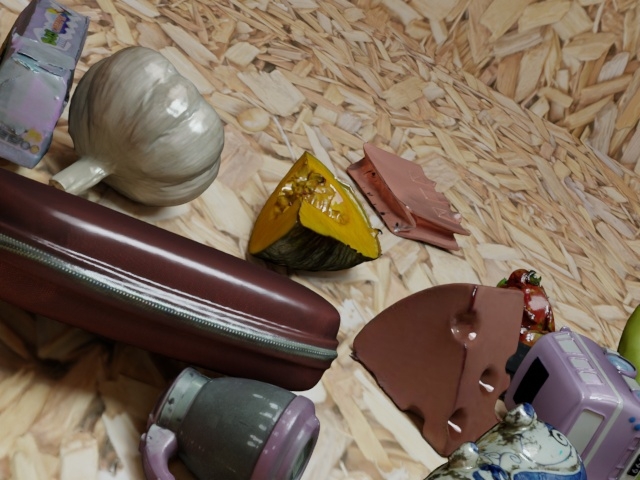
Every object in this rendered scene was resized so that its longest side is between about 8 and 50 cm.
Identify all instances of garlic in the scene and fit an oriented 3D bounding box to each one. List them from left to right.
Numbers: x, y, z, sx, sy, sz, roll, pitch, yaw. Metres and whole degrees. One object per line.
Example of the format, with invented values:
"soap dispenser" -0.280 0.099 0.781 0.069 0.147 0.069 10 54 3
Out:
"garlic" -0.241 -0.110 1.526 0.218 0.218 0.212 39 62 17

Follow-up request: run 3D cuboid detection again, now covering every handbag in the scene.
"handbag" 0.147 -0.071 2.105 0.157 0.059 0.212 17 27 -34

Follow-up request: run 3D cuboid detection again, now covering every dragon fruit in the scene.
"dragon fruit" 0.276 0.118 1.771 0.142 0.138 0.175 4 21 41

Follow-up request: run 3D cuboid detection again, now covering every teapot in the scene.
"teapot" -0.090 0.188 1.140 0.146 0.148 0.116 24 -18 12

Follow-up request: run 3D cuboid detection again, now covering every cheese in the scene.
"cheese" 0.164 0.126 1.510 0.128 0.177 0.203 10 30 -46

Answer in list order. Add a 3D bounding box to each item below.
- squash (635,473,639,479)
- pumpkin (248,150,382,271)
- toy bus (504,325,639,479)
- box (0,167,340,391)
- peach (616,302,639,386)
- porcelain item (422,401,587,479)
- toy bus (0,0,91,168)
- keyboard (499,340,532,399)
"squash" 0.416 0.307 1.617 0.132 0.105 0.105 33 16 38
"pumpkin" -0.003 0.004 1.682 0.163 0.111 0.278 42 18 -14
"toy bus" 0.326 0.210 1.583 0.142 0.142 0.202 19 20 -17
"box" -0.172 0.041 1.229 0.404 0.108 0.263 21 1 -28
"peach" 0.561 0.202 1.769 0.316 0.314 0.281 20 8 -36
"porcelain item" 0.194 0.283 1.269 0.186 0.138 0.288 50 25 14
"toy bus" -0.354 -0.203 1.556 0.112 0.138 0.317 25 20 -17
"keyboard" 0.261 0.175 1.692 0.250 0.087 0.017 26 -16 -17
